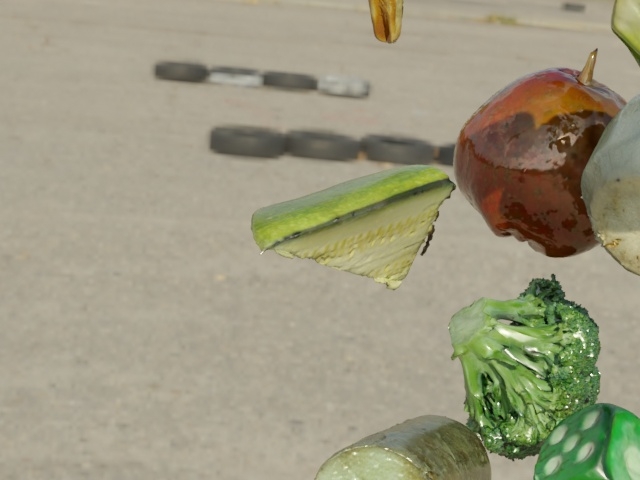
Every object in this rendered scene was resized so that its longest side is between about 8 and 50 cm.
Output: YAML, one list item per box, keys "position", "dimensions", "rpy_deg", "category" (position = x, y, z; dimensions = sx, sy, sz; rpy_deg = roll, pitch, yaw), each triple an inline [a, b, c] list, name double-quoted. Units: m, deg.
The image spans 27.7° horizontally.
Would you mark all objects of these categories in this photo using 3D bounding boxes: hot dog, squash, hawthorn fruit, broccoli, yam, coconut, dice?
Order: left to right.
- position: [0.000, 0.000, 1.350]
  dimensions: [0.252, 0.169, 0.093]
  rpy_deg: [-20, 57, -35]
  category: "squash"
- position: [0.085, -0.311, 1.653]
  dimensions: [0.056, 0.133, 0.041]
  rpy_deg: [20, 40, 37]
  category: "hot dog"
- position: [0.115, 0.326, 1.728]
  dimensions: [0.168, 0.168, 0.304]
  rpy_deg: [12, 6, 23]
  category: "yam"
- position: [0.301, 0.190, 1.930]
  dimensions: [0.241, 0.269, 0.261]
  rpy_deg: [37, 31, -22]
  category: "broccoli"
- position: [0.344, -0.132, 1.860]
  dimensions: [0.277, 0.298, 0.277]
  rpy_deg: [21, 14, -6]
  category: "hawthorn fruit"
- position: [0.337, 0.284, 1.562]
  dimensions: [0.128, 0.120, 0.131]
  rpy_deg: [43, 41, -16]
  category: "dice"
- position: [0.469, -0.078, 1.666]
  dimensions: [0.245, 0.245, 0.247]
  rpy_deg: [15, 43, 31]
  category: "coconut"

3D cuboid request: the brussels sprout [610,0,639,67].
- position: [0.396, -0.227, 1.260]
  dimensions: [0.223, 0.223, 0.161]
  rpy_deg: [12, 19, 23]
  category: "brussels sprout"
